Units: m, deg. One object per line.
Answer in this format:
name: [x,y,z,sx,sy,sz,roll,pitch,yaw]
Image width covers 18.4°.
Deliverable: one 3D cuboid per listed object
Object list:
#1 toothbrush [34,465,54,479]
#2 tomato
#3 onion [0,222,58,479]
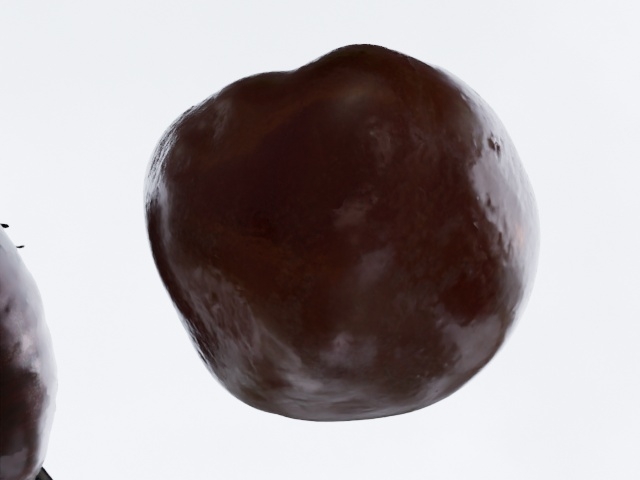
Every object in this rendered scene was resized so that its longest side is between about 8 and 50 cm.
toothbrush: [-0.127,0.266,1.399,0.026,0.024,0.288,-36,-101,-31]
tomato: [0.000,0.000,0.863,0.187,0.187,0.151,5,-105,20]
onion: [-0.316,0.085,1.166,0.314,0.232,0.314,3,-70,9]
